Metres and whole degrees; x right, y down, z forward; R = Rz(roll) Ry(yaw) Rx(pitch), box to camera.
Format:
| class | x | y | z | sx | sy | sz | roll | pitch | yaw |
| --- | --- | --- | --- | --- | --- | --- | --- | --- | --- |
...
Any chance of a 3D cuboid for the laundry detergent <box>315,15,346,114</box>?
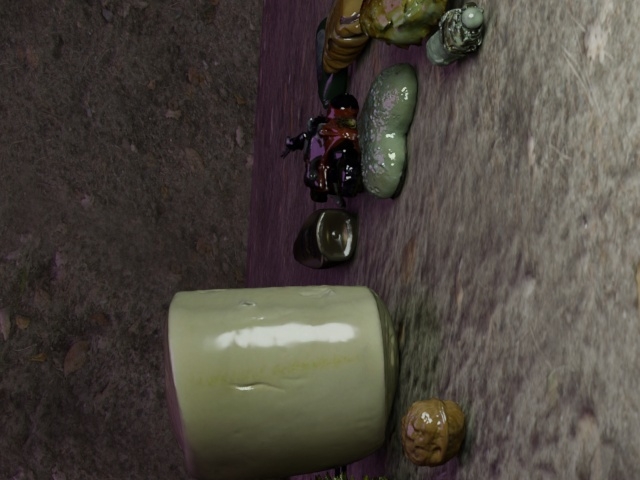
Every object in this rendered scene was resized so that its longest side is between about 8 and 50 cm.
| class | x | y | z | sx | sy | sz | roll | pitch | yaw |
| --- | --- | --- | --- | --- | --- | --- | --- | --- | --- |
| laundry detergent | 0.027 | -0.378 | 1.873 | 0.137 | 0.063 | 0.211 | 147 | 125 | -68 |

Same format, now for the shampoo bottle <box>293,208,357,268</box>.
| class | x | y | z | sx | sy | sz | roll | pitch | yaw |
| --- | --- | --- | --- | --- | --- | --- | --- | --- | --- |
| shampoo bottle | 0.000 | 0.000 | 1.854 | 0.350 | 0.084 | 0.126 | 165 | 106 | -79 |

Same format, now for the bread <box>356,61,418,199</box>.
| class | x | y | z | sx | sy | sz | roll | pitch | yaw |
| --- | --- | --- | --- | --- | --- | --- | --- | --- | --- |
| bread | 0.105 | -0.189 | 1.440 | 0.172 | 0.064 | 0.232 | -123 | 39 | -68 |

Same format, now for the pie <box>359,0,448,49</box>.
| class | x | y | z | sx | sy | sz | roll | pitch | yaw |
| --- | --- | --- | --- | --- | --- | --- | --- | --- | --- |
| pie | 0.133 | -0.427 | 1.252 | 0.355 | 0.103 | 0.288 | -107 | 29 | -70 |

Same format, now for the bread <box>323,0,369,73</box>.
| class | x | y | z | sx | sy | sz | roll | pitch | yaw |
| --- | --- | --- | --- | --- | --- | --- | --- | --- | --- |
| bread | 0.057 | -0.423 | 1.692 | 0.225 | 0.081 | 0.134 | 135 | 142 | -76 |

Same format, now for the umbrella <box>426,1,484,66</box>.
| class | x | y | z | sx | sy | sz | roll | pitch | yaw |
| --- | --- | --- | --- | --- | --- | --- | --- | --- | --- |
| umbrella | 0.179 | -0.268 | 1.124 | 0.067 | 0.062 | 0.143 | -58 | 4 | -14 |

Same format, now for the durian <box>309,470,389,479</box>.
| class | x | y | z | sx | sy | sz | roll | pitch | yaw |
| --- | --- | --- | --- | --- | --- | --- | --- | --- | --- |
| durian | 0.049 | 0.464 | 1.331 | 0.394 | 0.163 | 0.198 | 123 | 147 | -56 |

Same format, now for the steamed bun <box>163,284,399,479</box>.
| class | x | y | z | sx | sy | sz | roll | pitch | yaw |
| --- | --- | --- | --- | --- | --- | --- | --- | --- | --- |
| steamed bun | -0.061 | 0.236 | 1.375 | 0.456 | 0.371 | 0.290 | 98 | 170 | -76 |

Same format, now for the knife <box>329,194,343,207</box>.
| class | x | y | z | sx | sy | sz | roll | pitch | yaw |
| --- | --- | --- | --- | --- | --- | --- | --- | --- | --- |
| knife | 0.029 | -0.105 | 1.907 | 0.207 | 0.014 | 0.030 | -122 | 35 | -72 |

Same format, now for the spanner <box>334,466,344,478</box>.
| class | x | y | z | sx | sy | sz | roll | pitch | yaw |
| --- | --- | --- | --- | --- | --- | --- | --- | --- | --- |
| spanner | 0.039 | 0.551 | 1.676 | 0.087 | 0.024 | 0.316 | 140 | 133 | -72 |

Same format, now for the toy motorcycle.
| class | x | y | z | sx | sy | sz | roll | pitch | yaw |
| --- | --- | --- | --- | --- | --- | --- | --- | --- | --- |
| toy motorcycle | 0.011 | -0.179 | 1.727 | 0.401 | 0.134 | 0.207 | 177 | 97 | -77 |

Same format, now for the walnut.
| class | x | y | z | sx | sy | sz | roll | pitch | yaw |
| --- | --- | --- | --- | --- | --- | --- | --- | --- | --- |
| walnut | 0.143 | 0.242 | 1.091 | 0.082 | 0.079 | 0.096 | -109 | 23 | -58 |

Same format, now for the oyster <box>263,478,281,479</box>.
| class | x | y | z | sx | sy | sz | roll | pitch | yaw |
| --- | --- | --- | --- | --- | --- | --- | --- | --- | --- |
| oyster | -0.163 | 0.609 | 2.341 | 0.198 | 0.133 | 0.337 | 40 | -115 | -72 |
